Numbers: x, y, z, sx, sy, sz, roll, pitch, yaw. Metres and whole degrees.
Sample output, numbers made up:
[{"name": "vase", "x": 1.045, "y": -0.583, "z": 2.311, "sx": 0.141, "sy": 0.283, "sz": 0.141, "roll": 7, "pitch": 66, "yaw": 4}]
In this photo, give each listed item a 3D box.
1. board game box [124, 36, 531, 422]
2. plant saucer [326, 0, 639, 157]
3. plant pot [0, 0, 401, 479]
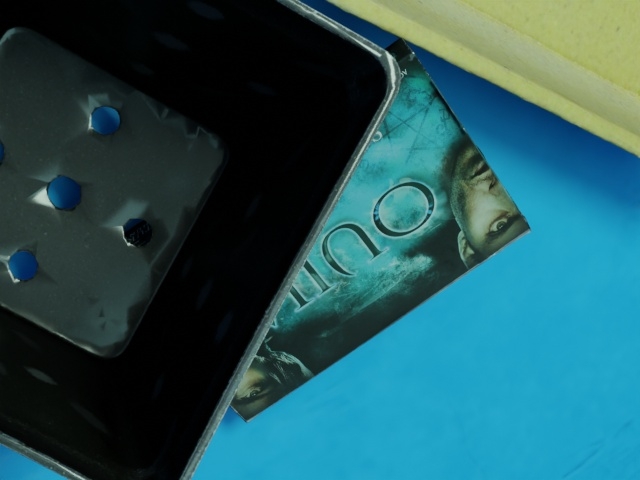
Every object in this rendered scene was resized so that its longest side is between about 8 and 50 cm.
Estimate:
[{"name": "board game box", "x": 0.000, "y": 0.000, "z": 0.645, "sx": 0.186, "sy": 0.026, "sz": 0.126, "roll": -35, "pitch": 119, "yaw": 7}, {"name": "plant saucer", "x": 0.155, "y": -0.232, "z": 0.704, "sx": 0.333, "sy": 0.081, "sz": 0.332, "roll": 20, "pitch": 89, "yaw": -34}, {"name": "plant pot", "x": -0.104, "y": -0.024, "z": 0.513, "sx": 0.188, "sy": 0.167, "sz": 0.187, "roll": 29, "pitch": 84, "yaw": -7}]
